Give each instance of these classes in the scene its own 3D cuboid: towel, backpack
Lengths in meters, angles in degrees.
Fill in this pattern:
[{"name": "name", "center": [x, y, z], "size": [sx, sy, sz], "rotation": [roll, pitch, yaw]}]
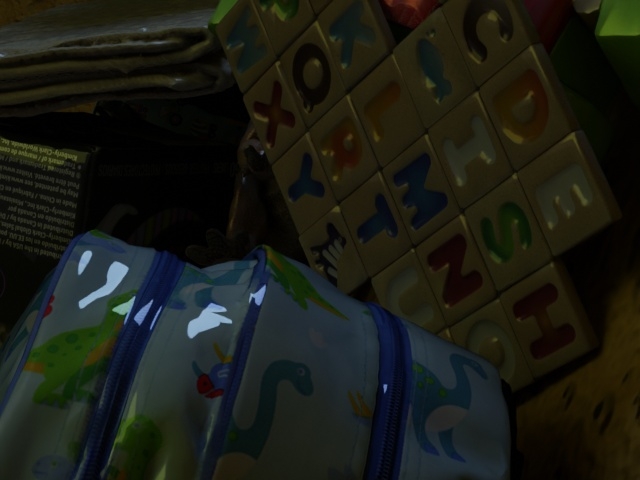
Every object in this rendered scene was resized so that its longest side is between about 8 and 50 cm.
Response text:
[{"name": "towel", "center": [-0.121, -0.124, 0.995], "size": [0.282, 0.187, 0.049], "rotation": [-58, -38, -71]}, {"name": "backpack", "center": [-0.095, -0.053, 1.151], "size": [0.158, 0.173, 0.117], "rotation": [-66, 12, 1]}, {"name": "backpack", "center": [-0.067, 0.154, 0.632], "size": [0.355, 0.273, 0.290], "rotation": [-29, 29, 45]}]

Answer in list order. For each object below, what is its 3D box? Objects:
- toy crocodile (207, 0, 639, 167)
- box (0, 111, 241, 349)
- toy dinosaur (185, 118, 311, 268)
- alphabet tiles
[{"name": "toy crocodile", "center": [0.060, -0.112, 0.723], "size": [0.340, 0.105, 0.115], "rotation": [19, 76, 48]}, {"name": "box", "center": [-0.166, 0.058, 1.005], "size": [0.165, 0.143, 0.270], "rotation": [-7, -71, -59]}, {"name": "toy dinosaur", "center": [0.003, -0.056, 0.939], "size": [0.200, 0.127, 0.296], "rotation": [-88, 24, -57]}, {"name": "alphabet tiles", "center": [0.038, -0.041, 0.690], "size": [0.198, 0.009, 0.237], "rotation": [-39, 69, 52]}]
